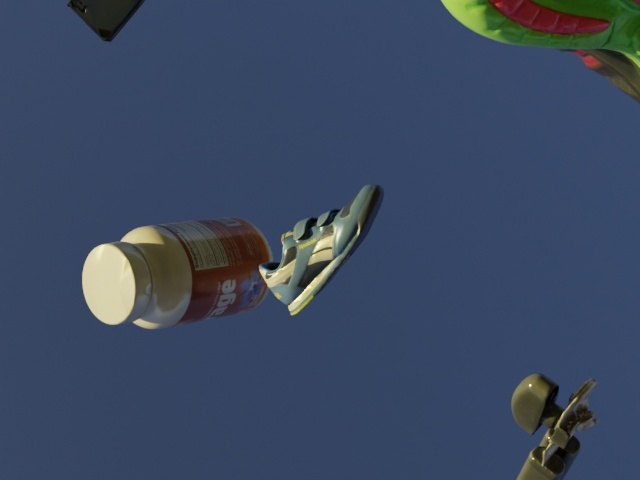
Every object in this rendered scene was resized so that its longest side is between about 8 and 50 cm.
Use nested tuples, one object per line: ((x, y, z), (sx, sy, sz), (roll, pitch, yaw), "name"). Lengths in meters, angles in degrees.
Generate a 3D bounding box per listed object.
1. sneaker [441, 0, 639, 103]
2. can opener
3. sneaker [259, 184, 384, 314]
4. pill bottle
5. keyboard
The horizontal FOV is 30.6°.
((0.276, -0.242, 1.113), (0.483, 0.185, 0.202), (19, -156, -37), "sneaker")
((0.264, 0.249, 1.398), (0.093, 0.280, 0.074), (34, -128, 24), "can opener")
((0.000, 0.000, 1.031), (0.059, 0.053, 0.144), (42, -70, 5), "sneaker")
((-0.166, 0.039, 1.375), (0.216, 0.121, 0.121), (-9, -111, -50), "pill bottle")
((-0.245, -0.341, 1.455), (0.100, 0.192, 0.038), (46, -144, -5), "keyboard")
